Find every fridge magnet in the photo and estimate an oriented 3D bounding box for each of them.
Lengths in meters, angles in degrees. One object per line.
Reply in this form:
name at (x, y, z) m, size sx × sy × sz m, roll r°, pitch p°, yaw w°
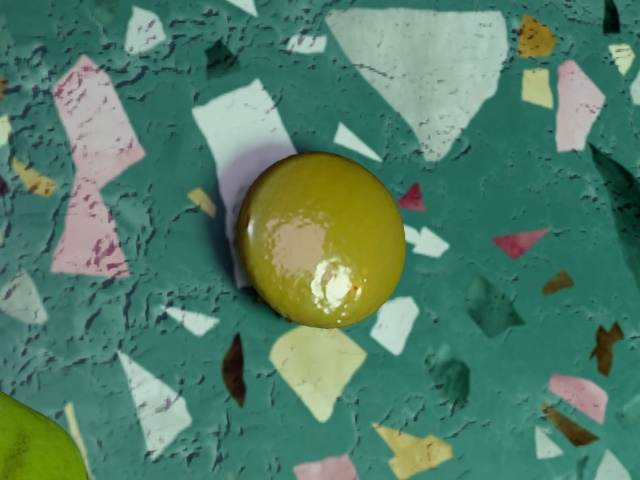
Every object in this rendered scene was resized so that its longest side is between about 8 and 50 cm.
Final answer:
fridge magnet at (0.000, 0.000, 1.282) m, size 0.143 × 0.063 × 0.143 m, roll 5°, pitch 76°, yaw -22°

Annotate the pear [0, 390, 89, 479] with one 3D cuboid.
pear at (-0.284, 0.211, 0.997) m, size 0.307 × 0.253 × 0.253 m, roll -23°, pitch 89°, yaw -21°
